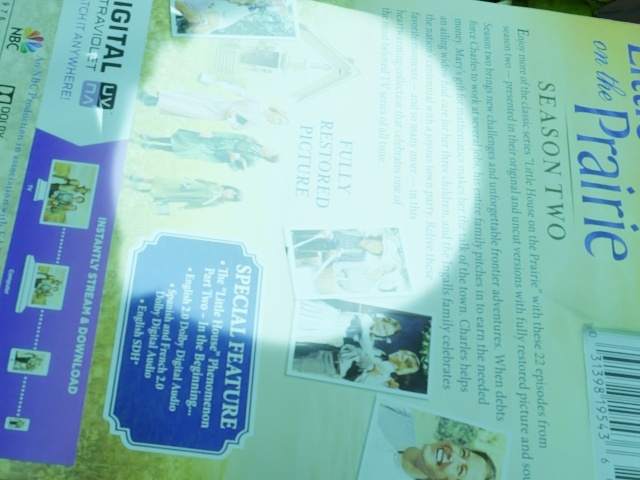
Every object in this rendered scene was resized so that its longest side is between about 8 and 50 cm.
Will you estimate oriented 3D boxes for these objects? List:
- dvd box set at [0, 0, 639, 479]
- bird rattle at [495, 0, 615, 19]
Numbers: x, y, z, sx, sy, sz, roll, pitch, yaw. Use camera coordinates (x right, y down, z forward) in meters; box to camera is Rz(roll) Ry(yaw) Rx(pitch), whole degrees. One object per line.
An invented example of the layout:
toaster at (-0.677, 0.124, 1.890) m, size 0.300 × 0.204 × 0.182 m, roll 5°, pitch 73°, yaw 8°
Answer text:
dvd box set at (0.000, 0.000, 0.621) m, size 0.420 × 0.062 × 0.308 m, roll 7°, pitch 55°, yaw -6°
bird rattle at (0.148, -0.072, 0.815) m, size 0.207 × 0.143 × 0.253 m, roll -34°, pitch 111°, yaw -5°
